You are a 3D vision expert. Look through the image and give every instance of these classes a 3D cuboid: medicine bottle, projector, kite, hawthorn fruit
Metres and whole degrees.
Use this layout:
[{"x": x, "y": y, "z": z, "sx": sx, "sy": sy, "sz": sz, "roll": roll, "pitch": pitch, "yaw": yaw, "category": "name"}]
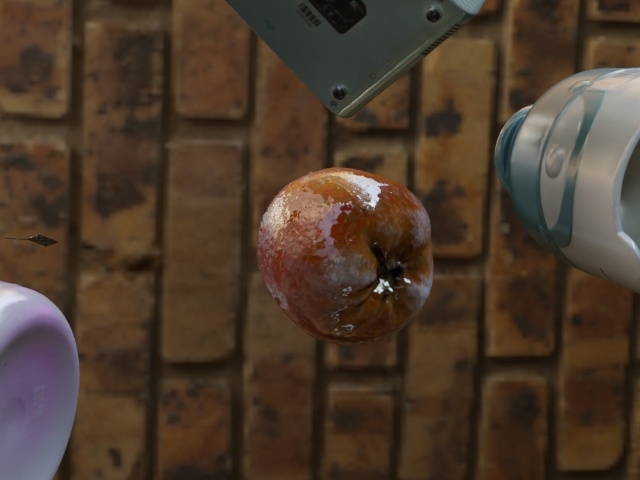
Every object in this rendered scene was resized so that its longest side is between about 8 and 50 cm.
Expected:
[{"x": -0.430, "y": 0.143, "z": 1.422, "sx": 0.256, "sy": 0.325, "sz": 0.256, "roll": 11, "pitch": 90, "yaw": -72, "category": "medicine bottle"}, {"x": 0.017, "y": -0.276, "z": 1.475, "sx": 0.198, "sy": 0.250, "sz": 0.108, "roll": -36, "pitch": -168, "yaw": 36, "category": "projector"}, {"x": -0.425, "y": 0.001, "z": 2.154, "sx": 0.044, "sy": 0.078, "sz": 0.002, "roll": 41, "pitch": 51, "yaw": -55, "category": "kite"}, {"x": 0.018, "y": 0.015, "z": 1.901, "sx": 0.235, "sy": 0.263, "sz": 0.231, "roll": 91, "pitch": 18, "yaw": -49, "category": "hawthorn fruit"}]

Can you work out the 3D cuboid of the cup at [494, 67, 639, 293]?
[{"x": 0.350, "y": -0.056, "z": 1.448, "sx": 0.257, "sy": 0.290, "sz": 0.219, "roll": 26, "pitch": -74, "yaw": 63, "category": "cup"}]
